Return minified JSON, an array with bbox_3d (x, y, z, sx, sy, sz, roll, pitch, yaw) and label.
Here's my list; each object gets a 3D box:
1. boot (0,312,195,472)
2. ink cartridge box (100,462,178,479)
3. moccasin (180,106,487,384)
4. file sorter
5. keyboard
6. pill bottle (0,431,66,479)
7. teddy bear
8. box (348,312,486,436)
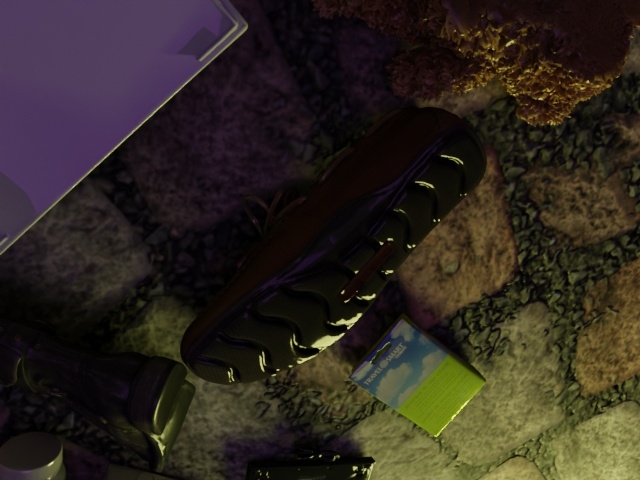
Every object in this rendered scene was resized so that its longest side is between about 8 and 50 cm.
[{"bbox_3d":[-0.258,0.148,0.576,0.229,0.091,0.263,18,143,1],"label":"boot"},{"bbox_3d":[-0.230,0.432,0.654,0.168,0.171,0.232,26,102,-23],"label":"ink cartridge box"},{"bbox_3d":[-0.002,-0.002,0.585,0.380,0.147,0.139,-49,129,2],"label":"moccasin"},{"bbox_3d":[-0.234,-0.153,0.431,0.278,0.173,0.193,-42,114,2],"label":"file sorter"},{"bbox_3d":[-0.014,0.324,0.758,0.180,0.023,0.108,4,115,-18],"label":"keyboard"},{"bbox_3d":[-0.335,0.296,0.624,0.078,0.078,0.137,6,109,-18],"label":"pill bottle"},{"bbox_3d":[0.151,-0.253,0.554,0.338,0.113,0.245,6,101,-10],"label":"teddy bear"},{"bbox_3d":[0.127,0.178,0.730,0.178,0.042,0.109,38,96,-24],"label":"box"}]
